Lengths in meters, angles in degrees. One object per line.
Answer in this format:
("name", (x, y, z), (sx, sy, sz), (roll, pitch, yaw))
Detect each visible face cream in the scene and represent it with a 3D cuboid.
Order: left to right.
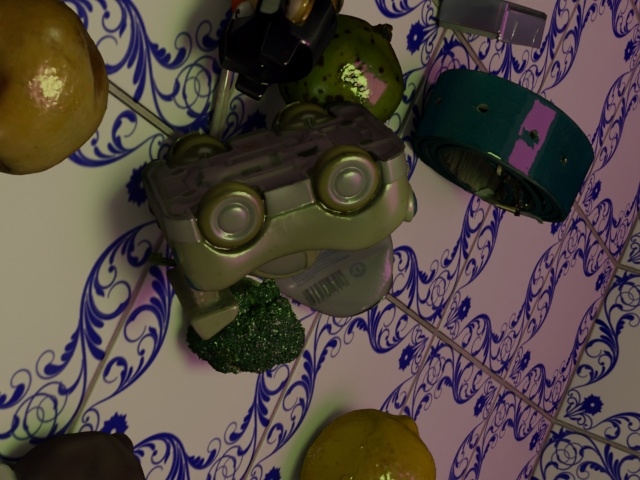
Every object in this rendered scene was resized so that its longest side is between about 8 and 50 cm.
("face cream", (0.000, 0.000, 1.868), (0.234, 0.137, 0.420), (-31, 145, 5))

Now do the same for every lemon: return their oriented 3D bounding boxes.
("lemon", (0.083, 0.461, 2.162), (0.310, 0.253, 0.253), (-59, 147, -13))

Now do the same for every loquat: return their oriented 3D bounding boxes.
("loquat", (-0.322, -0.173, 1.228), (0.213, 0.213, 0.213), (-33, 133, -45))

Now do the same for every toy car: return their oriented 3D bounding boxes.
("toy car", (-0.054, -0.036, 1.570), (0.335, 0.242, 0.226), (-17, 119, -13))

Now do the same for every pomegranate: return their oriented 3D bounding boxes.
("pomegranate", (0.027, -0.226, 1.755), (0.198, 0.198, 0.246), (-33, 142, -45))

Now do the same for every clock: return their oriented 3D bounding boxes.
("clock", (0.323, -0.412, 2.149), (0.193, 0.144, 0.073), (-5, 111, -57))

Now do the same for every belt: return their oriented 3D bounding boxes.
("belt", (0.343, -0.173, 2.165), (0.173, 0.300, 0.436), (-63, 151, -8))

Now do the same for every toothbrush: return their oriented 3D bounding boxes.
("toothbrush", (-0.137, -0.243, 1.643), (0.025, 0.029, 0.307), (-53, 156, -72))

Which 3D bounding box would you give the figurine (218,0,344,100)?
("figurine", (-0.039, -0.329, 1.569), (0.308, 0.143, 0.309), (12, 90, -79))

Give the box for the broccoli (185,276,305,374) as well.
("broccoli", (-0.115, 0.134, 1.757), (0.156, 0.195, 0.195), (-93, 178, -55))

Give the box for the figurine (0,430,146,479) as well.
("figurine", (-0.322, 0.379, 1.598), (0.218, 0.206, 0.365), (-38, 167, -10))

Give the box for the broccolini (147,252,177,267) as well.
("broccolini", (-0.176, 0.028, 1.705), (0.194, 0.052, 0.054), (7, 97, -58))
